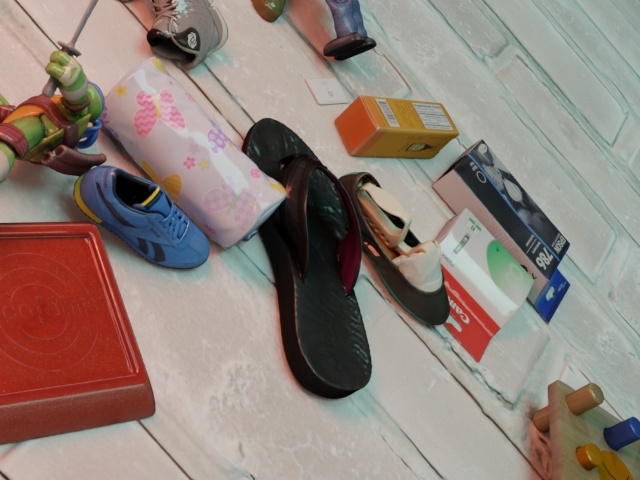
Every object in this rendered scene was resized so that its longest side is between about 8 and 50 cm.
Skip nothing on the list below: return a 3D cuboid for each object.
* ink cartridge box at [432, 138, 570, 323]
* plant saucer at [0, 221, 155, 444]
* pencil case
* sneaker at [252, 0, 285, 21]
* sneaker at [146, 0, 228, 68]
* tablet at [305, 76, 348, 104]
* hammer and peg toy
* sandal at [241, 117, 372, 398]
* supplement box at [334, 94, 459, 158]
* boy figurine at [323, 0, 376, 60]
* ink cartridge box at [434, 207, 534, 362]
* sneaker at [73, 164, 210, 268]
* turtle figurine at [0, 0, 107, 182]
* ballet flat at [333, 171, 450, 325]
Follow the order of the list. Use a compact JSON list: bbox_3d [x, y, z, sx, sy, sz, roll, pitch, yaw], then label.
[{"bbox_3d":[0.357,-0.020,1.804,0.333,0.065,0.165,50,37,-3],"label":"ink cartridge box"},{"bbox_3d":[-0.311,0.082,1.068,0.258,0.047,0.259,-2,61,-46],"label":"plant saucer"},{"bbox_3d":[-0.169,-0.115,1.306,0.273,0.113,0.124,45,68,-6],"label":"pencil case"},{"bbox_3d":[-0.079,-0.478,1.713,0.064,0.086,0.192,21,47,-33],"label":"sneaker"},{"bbox_3d":[-0.227,-0.354,1.439,0.229,0.086,0.132,56,42,-25],"label":"sneaker"},{"bbox_3d":[0.012,-0.259,1.694,0.083,0.006,0.054,-13,70,-49],"label":"tablet"},{"bbox_3d":[0.494,0.398,1.556,0.361,0.127,0.266,33,40,-22],"label":"hammer and peg toy"},{"bbox_3d":[0.002,0.002,1.394,0.167,0.107,0.446,10,54,-40],"label":"sandal"},{"bbox_3d":[0.137,-0.196,1.712,0.233,0.078,0.080,0,58,-46],"label":"supplement box"},{"bbox_3d":[0.016,-0.468,1.724,0.177,0.092,0.285,-13,85,-66],"label":"boy figurine"},{"bbox_3d":[0.254,0.069,1.639,0.181,0.056,0.225,47,37,-4],"label":"ink cartridge box"},{"bbox_3d":[-0.202,-0.025,1.208,0.209,0.082,0.069,37,55,-38],"label":"sneaker"},{"bbox_3d":[-0.361,-0.168,1.104,0.197,0.275,0.266,18,42,14],"label":"turtle figurine"},{"bbox_3d":[0.120,0.010,1.514,0.280,0.096,0.095,50,51,-1],"label":"ballet flat"}]
